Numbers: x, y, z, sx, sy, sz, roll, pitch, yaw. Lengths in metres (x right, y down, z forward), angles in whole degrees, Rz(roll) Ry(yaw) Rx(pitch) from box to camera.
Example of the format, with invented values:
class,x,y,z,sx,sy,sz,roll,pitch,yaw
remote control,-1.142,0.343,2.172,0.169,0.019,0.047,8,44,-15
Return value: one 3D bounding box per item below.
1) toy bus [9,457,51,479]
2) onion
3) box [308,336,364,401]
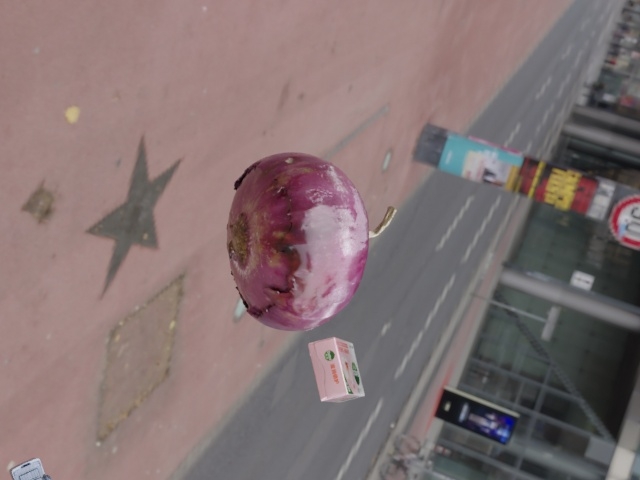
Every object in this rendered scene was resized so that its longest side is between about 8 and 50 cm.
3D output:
class,x,y,z,sx,sy,sz,roll,pitch,yaw
toy bus,-0.519,0.498,1.635,0.064,0.190,0.075,-22,-175,-26
onion,-0.031,0.012,1.766,0.358,0.345,0.358,-159,-90,-77
box,0.025,0.197,1.329,0.125,0.043,0.089,35,40,-73
